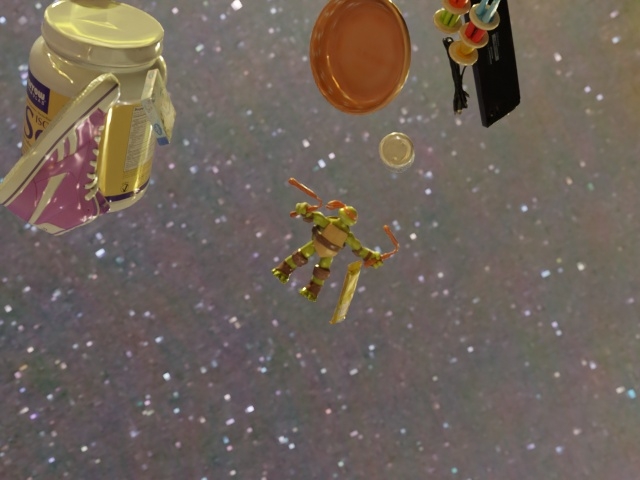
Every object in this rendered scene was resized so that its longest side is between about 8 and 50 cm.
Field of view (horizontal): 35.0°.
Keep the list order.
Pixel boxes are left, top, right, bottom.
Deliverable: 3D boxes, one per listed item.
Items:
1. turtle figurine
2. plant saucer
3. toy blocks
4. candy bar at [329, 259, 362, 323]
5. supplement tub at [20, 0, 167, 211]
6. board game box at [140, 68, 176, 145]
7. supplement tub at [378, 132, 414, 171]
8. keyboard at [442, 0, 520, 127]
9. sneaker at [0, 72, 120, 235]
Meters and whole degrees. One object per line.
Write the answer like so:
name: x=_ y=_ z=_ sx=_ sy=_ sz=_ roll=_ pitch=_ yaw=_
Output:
turtle figurine: x=0.000 y=0.000 z=2.003 sx=0.270 sy=0.217 sz=0.087 roll=32 pitch=-162 yaw=-23
plant saucer: x=0.068 y=-0.301 z=1.623 sx=0.037 sy=0.200 sz=0.199 roll=-12 pitch=-106 yaw=-49
toy blocks: x=0.250 y=-0.385 z=1.702 sx=0.054 sy=0.148 sz=0.123 roll=-14 pitch=-112 yaw=-21
candy bar: x=0.053 y=0.111 z=2.100 sx=0.040 sy=0.161 sz=0.018 roll=-20 pitch=-132 yaw=-43
supplement tub: x=-0.407 y=-0.241 z=1.826 sx=0.241 sy=0.331 sz=0.241 roll=11 pitch=-147 yaw=-7
board game box: x=-0.261 y=-0.216 z=1.640 sx=0.090 sy=0.020 sz=0.090 roll=-89 pitch=-14 yaw=-50
supplement tub: x=0.153 y=-0.175 z=2.034 sx=0.071 sy=0.071 sz=0.107 roll=63 pitch=-175 yaw=5
keyboard: x=0.316 y=-0.373 z=2.034 sx=0.202 sy=0.033 sz=0.317 roll=-34 pitch=-56 yaw=-30
sneaker: x=-0.382 y=-0.131 z=1.648 sx=0.161 sy=0.282 sz=0.102 roll=38 pitch=-165 yaw=-19
